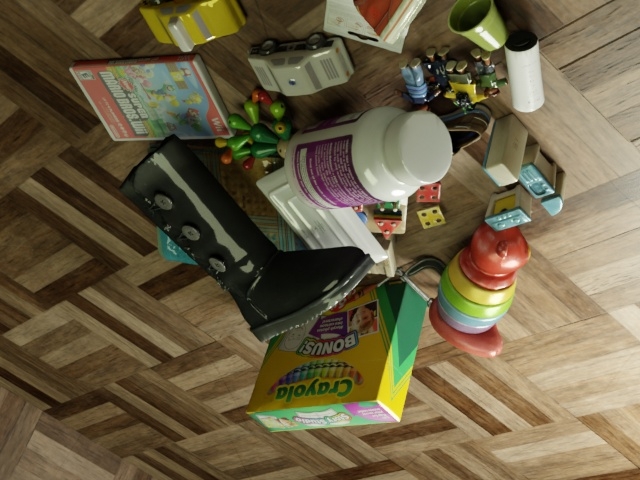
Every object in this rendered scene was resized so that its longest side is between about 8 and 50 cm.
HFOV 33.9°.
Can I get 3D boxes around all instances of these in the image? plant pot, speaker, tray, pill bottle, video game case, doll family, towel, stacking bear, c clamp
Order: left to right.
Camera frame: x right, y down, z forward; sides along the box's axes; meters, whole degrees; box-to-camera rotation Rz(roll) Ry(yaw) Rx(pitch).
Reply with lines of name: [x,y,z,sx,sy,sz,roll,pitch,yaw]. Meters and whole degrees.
video game case: [-0.327,-0.276,2.059,0.285,0.025,0.204,1,141,23]
towel: [-0.173,-0.063,2.169,0.370,0.040,0.271,6,115,17]
tray: [-0.001,-0.034,2.061,0.145,0.030,0.270,-25,113,34]
pill bottle: [0.085,-0.147,1.864,0.169,0.169,0.301,41,154,-28]
c clamp: [0.225,0.095,2.276,0.137,0.022,0.161,-40,120,23]
doll family: [0.218,-0.263,1.780,0.193,0.076,0.111,13,147,33]
plant pot: [0.258,-0.343,1.663,0.083,0.083,0.079,-15,145,39]
stacking bear: [0.333,0.075,2.124,0.164,0.175,0.289,13,136,-4]
speaker: [0.336,-0.277,1.724,0.055,0.055,0.136,3,142,21]

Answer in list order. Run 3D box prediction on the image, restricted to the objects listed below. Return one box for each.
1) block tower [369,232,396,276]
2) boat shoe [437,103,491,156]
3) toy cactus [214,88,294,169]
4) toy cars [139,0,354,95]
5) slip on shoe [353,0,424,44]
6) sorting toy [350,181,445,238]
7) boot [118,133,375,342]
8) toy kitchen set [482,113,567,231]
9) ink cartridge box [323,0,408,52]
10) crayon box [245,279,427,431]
block tower: [0.000,0.000,2.221,0.335,0.097,0.091,6,143,20]
boat shoe: [0.224,-0.186,1.888,0.066,0.066,0.183,37,141,-23]
toy cactus: [-0.095,-0.192,2.006,0.180,0.112,0.219,24,138,-17]
toy cars: [-0.137,-0.336,1.835,0.394,0.087,0.176,23,145,-6]
slip on shoe: [0.147,-0.434,1.525,0.101,0.123,0.331,36,133,1]
sorting toy: [0.113,-0.059,2.067,0.274,0.046,0.132,3,131,2]
boot: [-0.152,-0.034,2.041,0.367,0.146,0.445,-33,99,42]
toy kitchen set: [0.330,-0.098,1.909,0.166,0.122,0.207,-19,130,41]
ink cartridge box: [0.083,-0.386,1.726,0.145,0.045,0.179,17,163,2]
crayon box: [0.037,0.262,2.362,0.363,0.313,0.106,-13,134,36]
